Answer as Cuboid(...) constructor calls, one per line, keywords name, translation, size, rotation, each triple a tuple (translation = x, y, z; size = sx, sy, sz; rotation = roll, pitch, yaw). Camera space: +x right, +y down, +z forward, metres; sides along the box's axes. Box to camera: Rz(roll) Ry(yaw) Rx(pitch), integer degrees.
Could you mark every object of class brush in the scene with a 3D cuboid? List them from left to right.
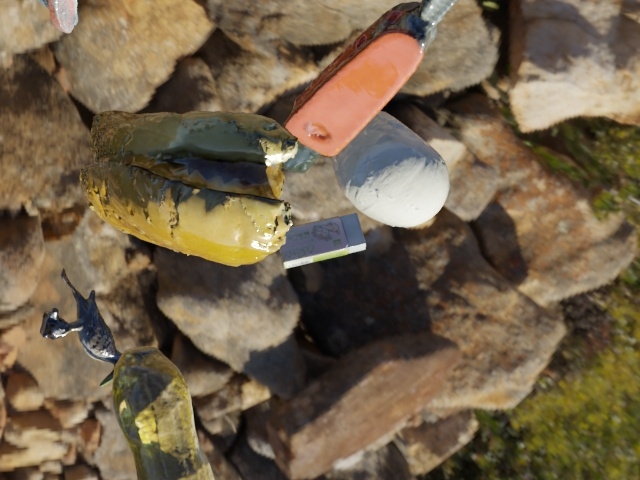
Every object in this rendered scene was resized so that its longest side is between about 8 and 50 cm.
Cuboid(name="brush", translation=(0.046, -0.166, 1.124), size=(0.070, 0.051, 0.323), rotation=(33, 132, -14))

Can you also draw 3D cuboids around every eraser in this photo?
Cuboid(name="eraser", translation=(0.000, 0.000, 1.102), size=(0.083, 0.038, 0.019), rotation=(-14, 155, -5))

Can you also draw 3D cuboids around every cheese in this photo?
Cuboid(name="cheese", translation=(0.111, -0.106, 1.788), size=(0.198, 0.189, 0.154), rotation=(37, 91, -23))

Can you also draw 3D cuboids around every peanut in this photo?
Cuboid(name="peanut", translation=(-0.174, 0.216, 1.243), size=(0.087, 0.087, 0.207), rotation=(-17, 92, -9))

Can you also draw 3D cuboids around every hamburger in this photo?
Cuboid(name="hamburger", translation=(-0.123, -0.046, 0.933), size=(0.130, 0.262, 0.124), rotation=(3, 92, -35))

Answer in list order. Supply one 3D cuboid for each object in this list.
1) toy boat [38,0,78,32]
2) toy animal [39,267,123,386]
Cuboid(name="toy boat", translation=(-0.350, -0.320, 1.397), size=(0.034, 0.122, 0.096), rotation=(-34, 148, -30))
Cuboid(name="toy animal", translation=(-0.343, 0.143, 1.701), size=(0.202, 0.070, 0.105), rotation=(43, 73, -11))
